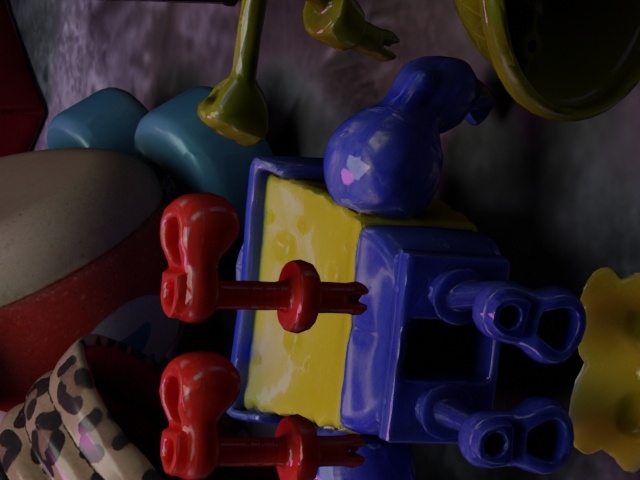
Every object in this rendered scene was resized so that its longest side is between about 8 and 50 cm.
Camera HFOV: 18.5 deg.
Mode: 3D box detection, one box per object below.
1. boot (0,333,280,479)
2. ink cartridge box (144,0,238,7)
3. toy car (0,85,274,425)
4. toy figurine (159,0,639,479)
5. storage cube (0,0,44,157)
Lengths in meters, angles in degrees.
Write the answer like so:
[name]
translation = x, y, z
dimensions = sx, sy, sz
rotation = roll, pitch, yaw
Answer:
[boot]
translation = -0.077, 0.244, 0.850
dimensions = 0.284, 0.377, 0.138
rotation = -43, 7, 13
[ink cartridge box]
translation = -0.166, -0.196, 0.864
dimensions = 0.272, 0.309, 0.130
rotation = -56, 45, 47
[toy car]
translation = -0.113, 0.078, 0.954
dimensions = 0.210, 0.219, 0.238
rotation = 6, 126, 60
[toy figurine]
translation = 0.000, 0.000, 0.717
dimensions = 0.217, 0.191, 0.363
rotation = -160, 72, -64
[storage cube]
translation = -0.309, -0.088, 1.243
dimensions = 0.215, 0.193, 0.184
rotation = -60, 42, 44
